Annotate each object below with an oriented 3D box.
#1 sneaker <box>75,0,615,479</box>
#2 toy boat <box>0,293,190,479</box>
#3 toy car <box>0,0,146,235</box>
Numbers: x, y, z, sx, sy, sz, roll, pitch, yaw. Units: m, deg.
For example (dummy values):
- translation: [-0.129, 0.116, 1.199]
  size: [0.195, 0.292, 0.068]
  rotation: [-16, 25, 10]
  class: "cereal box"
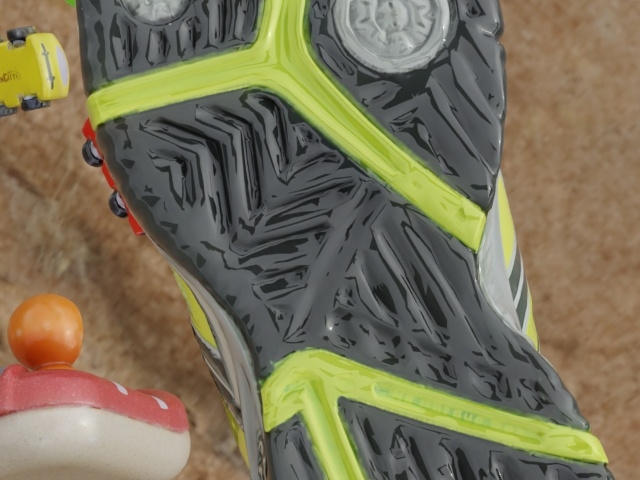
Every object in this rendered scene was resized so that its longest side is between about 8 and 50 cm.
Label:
- translation: [0.000, 0.000, 0.577]
  size: [0.145, 0.147, 0.385]
  rotation: [-12, 86, -8]
  class: "sneaker"
- translation: [-0.195, 0.112, 1.200]
  size: [0.231, 0.151, 0.151]
  rotation: [34, 43, -63]
  class: "toy boat"
- translation: [-0.156, -0.149, 1.154]
  size: [0.239, 0.225, 0.053]
  rotation: [34, 33, 31]
  class: "toy car"
